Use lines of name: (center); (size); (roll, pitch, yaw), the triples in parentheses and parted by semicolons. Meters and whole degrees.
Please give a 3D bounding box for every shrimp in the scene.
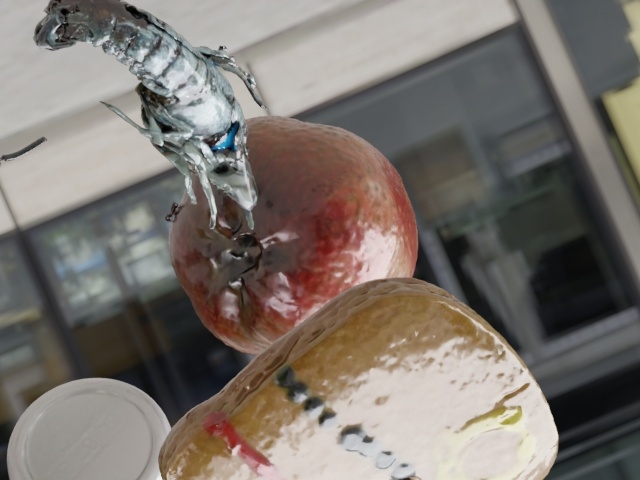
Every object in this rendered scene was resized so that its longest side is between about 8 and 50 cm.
shrimp: (-0.079, -0.074, 0.963); (0.076, 0.174, 0.082); (-13, -131, 36)

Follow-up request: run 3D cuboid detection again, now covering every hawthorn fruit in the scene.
hawthorn fruit: (0.000, 0.000, 2.045); (0.285, 0.285, 0.369); (-25, 160, 32)

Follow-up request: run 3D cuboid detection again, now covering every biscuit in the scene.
biscuit: (0.040, 0.168, 1.367); (0.277, 0.262, 0.052); (-36, -147, 3)

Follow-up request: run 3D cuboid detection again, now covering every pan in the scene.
pan: (-0.297, -0.069, 1.556); (0.115, 0.023, 0.068); (-33, -161, -13)

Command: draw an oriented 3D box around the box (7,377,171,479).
box: (-0.222, 0.281, 1.959); (0.291, 0.262, 0.206); (0, 146, 3)
